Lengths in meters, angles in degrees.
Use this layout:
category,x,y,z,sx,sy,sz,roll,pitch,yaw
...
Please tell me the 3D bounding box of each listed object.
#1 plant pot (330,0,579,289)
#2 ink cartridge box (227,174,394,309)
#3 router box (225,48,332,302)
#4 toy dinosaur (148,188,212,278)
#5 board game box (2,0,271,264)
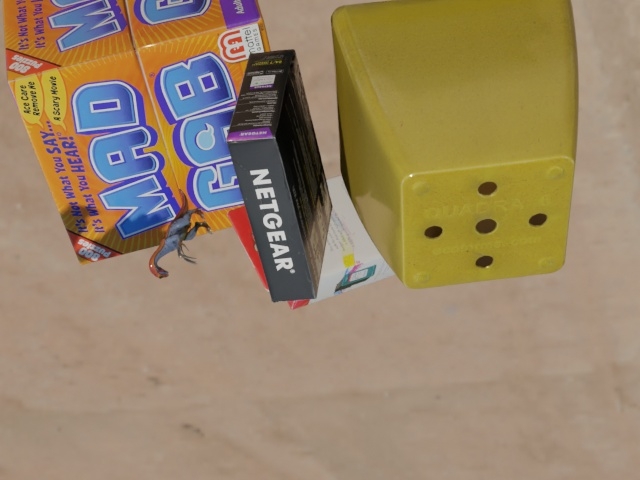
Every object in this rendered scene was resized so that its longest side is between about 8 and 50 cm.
category,x,y,z,sx,sy,sz,roll,pitch,yaw
plant pot,0.129,-0.077,1.183,0.212,0.187,0.212,-7,137,-2
ink cartridge box,0.000,0.000,1.744,0.231,0.134,0.078,-17,154,-24
router box,-0.032,-0.056,1.164,0.046,0.133,0.179,-5,129,12
toy dinosaur,-0.156,0.001,1.434,0.082,0.090,0.047,-33,138,-15
board game box,-0.254,-0.245,2.028,0.356,0.356,0.356,-15,133,-3
